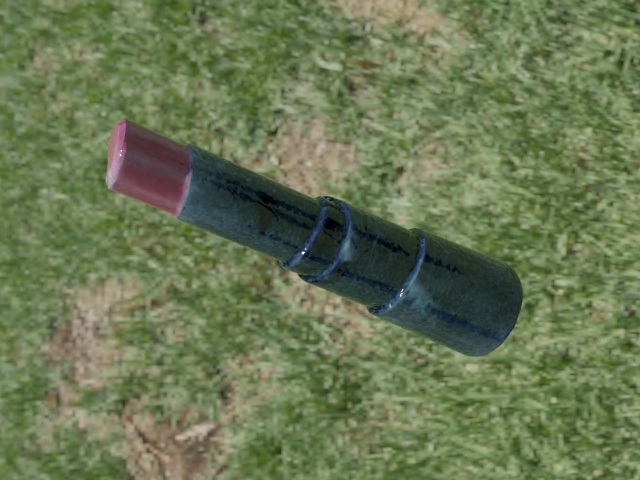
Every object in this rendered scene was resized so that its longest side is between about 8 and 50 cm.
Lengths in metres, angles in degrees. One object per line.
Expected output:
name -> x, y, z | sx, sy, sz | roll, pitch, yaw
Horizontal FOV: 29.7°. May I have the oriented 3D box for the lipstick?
lipstick -> 0.000, 0.000, 0.562 | 0.053, 0.234, 0.053 | -26, 53, 41
